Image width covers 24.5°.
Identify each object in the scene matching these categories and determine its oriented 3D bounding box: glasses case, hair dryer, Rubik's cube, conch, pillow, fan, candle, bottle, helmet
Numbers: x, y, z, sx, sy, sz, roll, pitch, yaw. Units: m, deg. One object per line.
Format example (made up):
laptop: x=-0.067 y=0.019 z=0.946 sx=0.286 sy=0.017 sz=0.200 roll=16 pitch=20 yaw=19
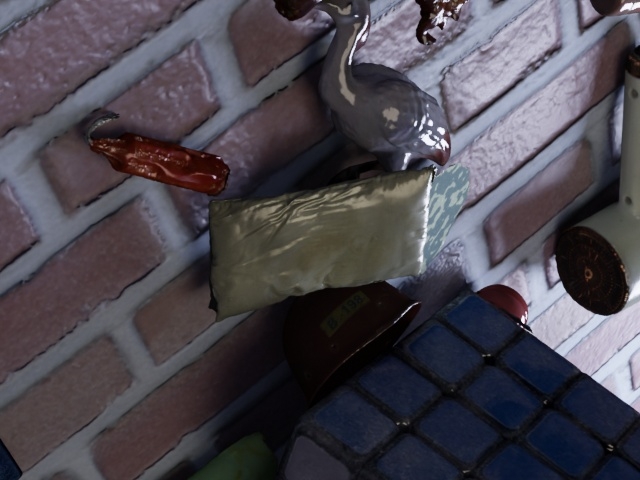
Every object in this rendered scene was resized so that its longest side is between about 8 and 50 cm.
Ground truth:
glasses case: x=-0.314 y=0.206 z=1.402 sx=0.033 sy=0.023 sz=0.083 roll=-34 pitch=138 yaw=-14
hair dryer: x=0.407 y=-0.095 z=1.837 sx=0.203 sy=0.128 sz=0.362 roll=-25 pitch=128 yaw=-30
Rubik's cube: x=0.150 y=0.322 z=1.619 sx=0.337 sy=0.344 sz=0.343 roll=-33 pitch=151 yaw=-46
conch: x=-0.142 y=0.337 z=1.630 sx=0.250 sy=0.137 sz=0.143 roll=-46 pitch=119 yaw=-39
pillow: x=0.000 y=0.000 z=1.447 sx=0.230 sy=0.050 sz=0.148 roll=-12 pitch=137 yaw=-13
fan: x=0.124 y=-0.023 z=1.624 sx=0.131 sy=0.009 sz=0.240 roll=-47 pitch=161 yaw=-14
candle: x=-0.146 y=-0.076 z=1.324 sx=0.162 sy=0.053 sz=0.048 roll=15 pitch=103 yaw=-48
bottle: x=0.366 y=-0.286 z=1.675 sx=0.140 sy=0.053 sz=0.053 roll=-15 pitch=129 yaw=-39
helmet: x=0.013 y=0.097 z=1.578 sx=0.175 sy=0.106 sz=0.155 roll=-47 pitch=168 yaw=-6

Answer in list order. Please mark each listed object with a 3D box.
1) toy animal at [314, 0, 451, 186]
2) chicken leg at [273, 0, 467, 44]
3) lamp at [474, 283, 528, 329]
toy animal: x=0.050 y=-0.128 z=1.447 sx=0.195 sy=0.090 sz=0.324 roll=-23 pitch=135 yaw=-23
chicken leg: x=0.083 y=-0.273 z=1.357 sx=0.323 sy=0.083 sz=0.177 roll=0 pitch=108 yaw=-48
lamp: x=0.206 y=0.103 z=1.795 sx=0.107 sy=0.092 sz=0.107 roll=-50 pitch=178 yaw=-3
